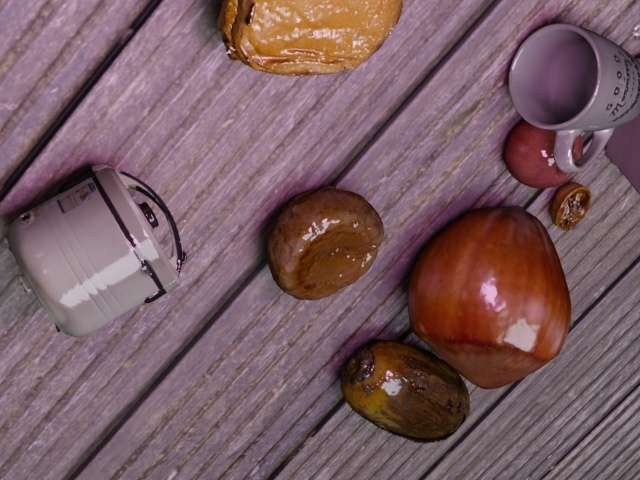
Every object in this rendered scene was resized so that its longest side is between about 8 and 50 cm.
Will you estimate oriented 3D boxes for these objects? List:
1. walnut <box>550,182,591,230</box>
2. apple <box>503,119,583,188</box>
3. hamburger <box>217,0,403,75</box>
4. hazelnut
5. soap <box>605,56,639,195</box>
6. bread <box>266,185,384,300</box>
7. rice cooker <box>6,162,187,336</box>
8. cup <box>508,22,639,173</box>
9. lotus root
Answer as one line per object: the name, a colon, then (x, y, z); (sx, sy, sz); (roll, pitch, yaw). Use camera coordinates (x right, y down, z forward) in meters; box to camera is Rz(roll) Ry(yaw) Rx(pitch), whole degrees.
walnut: (0.522, -0.079, 2.252); (0.091, 0.052, 0.121); (-19, 138, -22)
apple: (0.435, -0.171, 2.057); (0.153, 0.120, 0.153); (-19, 135, -20)
hamburger: (-0.013, -0.380, 1.529); (0.319, 0.158, 0.318); (-20, 137, -20)
hazelnut: (0.349, 0.110, 2.134); (0.372, 0.315, 0.372); (-32, 129, -50)
soap: (0.737, -0.263, 2.153); (0.302, 0.159, 0.257); (-20, 132, -16)
bread: (0.000, 0.000, 1.911); (0.230, 0.123, 0.230); (-23, 141, -20)
rice cooker: (-0.339, 0.013, 1.626); (0.244, 0.226, 0.226); (-31, 138, -5)
cup: (0.484, -0.248, 1.947); (0.234, 0.186, 0.258); (4, 90, -45)
lotus root: (0.193, 0.328, 2.310); (0.196, 0.179, 0.397); (-36, 137, 24)
